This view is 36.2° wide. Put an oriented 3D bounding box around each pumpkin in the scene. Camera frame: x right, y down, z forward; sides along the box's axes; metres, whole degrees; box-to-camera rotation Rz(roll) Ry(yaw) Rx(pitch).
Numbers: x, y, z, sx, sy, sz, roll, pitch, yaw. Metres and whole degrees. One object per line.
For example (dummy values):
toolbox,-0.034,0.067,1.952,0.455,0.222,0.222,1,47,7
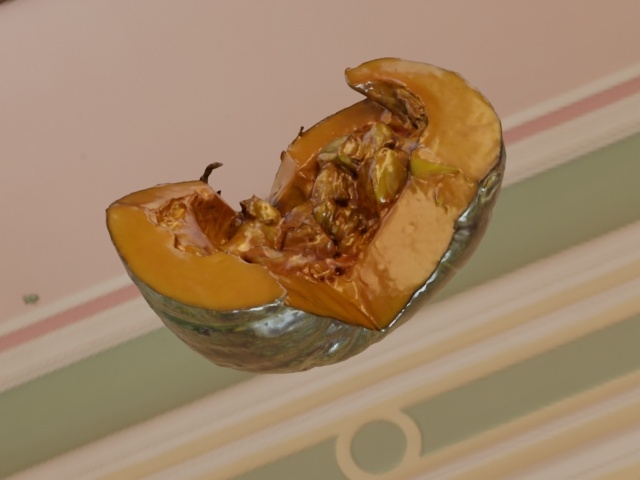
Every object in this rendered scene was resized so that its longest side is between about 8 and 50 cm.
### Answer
pumpkin,0.000,0.000,0.462,0.183,0.107,0.119,-28,-133,-19
